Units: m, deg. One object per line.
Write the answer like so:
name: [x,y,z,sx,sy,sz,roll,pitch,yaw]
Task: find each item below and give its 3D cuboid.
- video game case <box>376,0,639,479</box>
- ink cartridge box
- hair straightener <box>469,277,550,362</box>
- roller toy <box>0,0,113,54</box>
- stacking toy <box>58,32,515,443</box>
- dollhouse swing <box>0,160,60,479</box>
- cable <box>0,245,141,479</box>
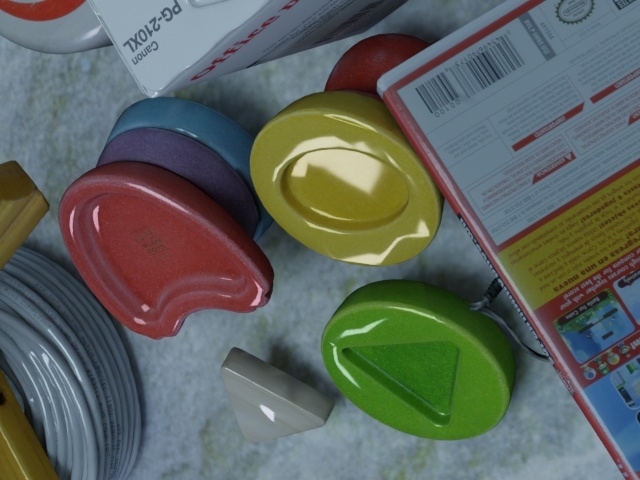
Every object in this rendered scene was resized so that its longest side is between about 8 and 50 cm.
video game case: [0.190,-0.020,0.761,0.204,0.025,0.285,-31,80,-4]
ink cartridge box: [0.000,-0.181,0.783,0.172,0.237,0.100,-33,87,35]
hair straightener: [0.202,0.050,0.817,0.230,0.047,0.089,0,108,11]
roller toy: [-0.157,-0.224,0.923,0.209,0.146,0.191,19,115,26]
stacking toy: [0.000,0.000,0.958,0.309,0.130,0.279,-9,127,37]
dollhouse swing: [-0.282,0.170,0.907,0.305,0.347,0.315,-27,92,34]
cable: [-0.265,0.128,1.147,0.257,0.089,0.257,-24,93,35]
